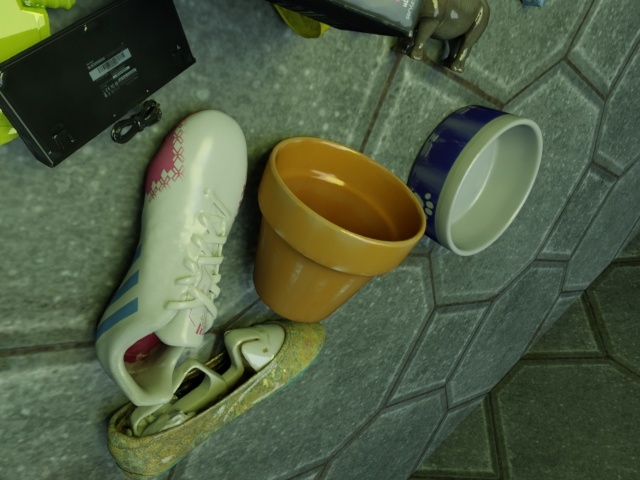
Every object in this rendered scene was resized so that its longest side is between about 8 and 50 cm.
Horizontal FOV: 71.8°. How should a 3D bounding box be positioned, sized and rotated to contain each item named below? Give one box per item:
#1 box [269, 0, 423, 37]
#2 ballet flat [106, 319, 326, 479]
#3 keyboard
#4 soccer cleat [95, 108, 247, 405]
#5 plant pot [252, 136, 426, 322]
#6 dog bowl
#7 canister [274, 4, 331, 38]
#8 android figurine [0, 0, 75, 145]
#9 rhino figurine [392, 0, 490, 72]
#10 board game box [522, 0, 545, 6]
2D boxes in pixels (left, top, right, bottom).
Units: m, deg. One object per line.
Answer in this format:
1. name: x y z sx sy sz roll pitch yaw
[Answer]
1. box: -0.060 -0.250 0.281 0.270 0.165 0.143 11 113 -21
2. ballet flat: -0.140 0.198 0.645 0.348 0.123 0.123 -32 136 -22
3. keyboard: -0.178 -0.137 0.381 0.180 0.023 0.108 -54 149 -32
4. soccer cleat: -0.145 0.028 0.486 0.116 0.143 0.331 11 110 -47
5. plant pot: 0.000 0.000 0.580 0.205 0.205 0.188 -7 138 -40
6. dog bowl: 0.285 -0.109 0.821 0.265 0.104 0.265 -24 131 -30
7. canister: 0.015 -0.311 0.440 0.170 0.073 0.126 -48 130 -8
8. android figurine: -0.306 -0.141 0.284 0.273 0.056 0.248 -11 125 -36
9. rhino figurine: 0.133 -0.293 0.572 0.243 0.073 0.106 -5 125 -40
10. board game box: 0.355 -0.496 0.657 0.160 0.039 0.211 22 101 -49
